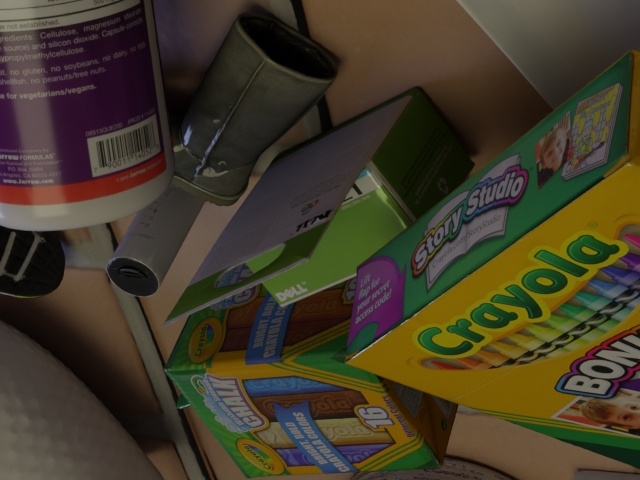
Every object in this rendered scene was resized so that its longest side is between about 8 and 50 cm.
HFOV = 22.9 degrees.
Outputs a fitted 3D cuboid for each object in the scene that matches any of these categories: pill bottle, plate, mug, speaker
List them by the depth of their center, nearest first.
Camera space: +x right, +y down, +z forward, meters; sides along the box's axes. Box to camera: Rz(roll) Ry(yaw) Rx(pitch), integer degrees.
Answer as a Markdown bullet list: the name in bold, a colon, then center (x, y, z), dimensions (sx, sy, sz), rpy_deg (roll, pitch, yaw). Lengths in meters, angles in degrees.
- **plate**: center (0.226, -0.232, 1.196), dimensions (0.277, 0.045, 0.278), rpy_deg (-26, 118, 40)
- **pill bottle**: center (-0.229, -0.182, 1.324), dimensions (0.182, 0.181, 0.322), rpy_deg (4, 114, 22)
- **speaker**: center (-0.158, -0.010, 1.535), dimensions (0.055, 0.136, 0.055), rpy_deg (13, 137, 12)
- **mug**: center (-0.401, 0.242, 1.844), dimensions (0.328, 0.276, 0.374), rpy_deg (54, 161, -22)

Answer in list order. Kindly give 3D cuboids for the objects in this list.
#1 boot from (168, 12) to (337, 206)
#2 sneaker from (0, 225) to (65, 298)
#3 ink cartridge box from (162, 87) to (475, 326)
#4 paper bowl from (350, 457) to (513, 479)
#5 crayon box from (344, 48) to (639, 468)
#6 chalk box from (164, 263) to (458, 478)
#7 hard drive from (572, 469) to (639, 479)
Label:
- **boot**: center (-0.107, -0.129, 1.437), dimensions (0.190, 0.076, 0.208), rpy_deg (19, 146, -13)
- **sneaker**: center (-0.414, -0.020, 1.688), dimensions (0.300, 0.111, 0.121), rpy_deg (26, 164, -8)
- **ink cartridge box**: center (0.000, 0.000, 1.375), dimensions (0.189, 0.255, 0.097), rpy_deg (-24, 113, 39)
- **paper bowl**: center (0.139, 0.386, 1.800), dimensions (0.284, 0.148, 0.284), rpy_deg (14, 137, 13)
- **crayon box**: center (0.243, 0.039, 1.181), dimensions (0.313, 0.106, 0.363), rpy_deg (20, 147, -21)
- **chalk box**: center (-0.022, 0.112, 1.562), dimensions (0.289, 0.180, 0.179), rpy_deg (-7, 132, 29)
- **hard drive**: center (0.405, 0.377, 1.743), dimensions (0.210, 0.040, 0.318), rpy_deg (1, 133, 24)
